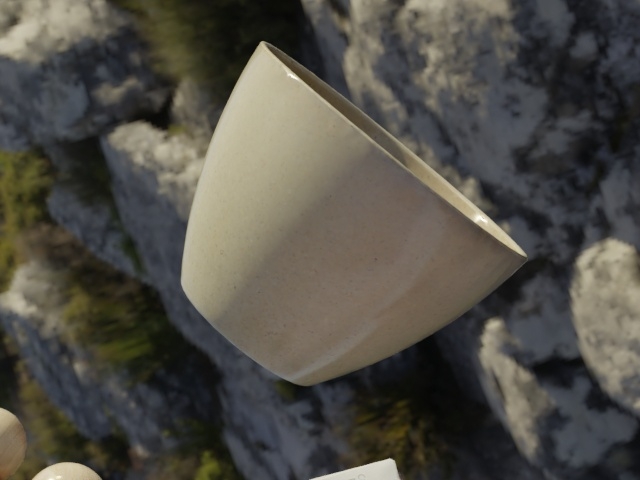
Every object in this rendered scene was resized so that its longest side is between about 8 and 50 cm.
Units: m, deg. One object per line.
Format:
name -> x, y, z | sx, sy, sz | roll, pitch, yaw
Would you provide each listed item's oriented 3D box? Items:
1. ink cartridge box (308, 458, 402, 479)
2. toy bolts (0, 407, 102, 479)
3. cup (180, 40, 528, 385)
ink cartridge box -> 0.020, 0.243, 0.918 | 0.296, 0.261, 0.066 | 109, 144, -50
toy bolts -> -0.258, 0.188, 0.957 | 0.228, 0.158, 0.218 | 23, 165, 37
cup -> 0.000, 0.000, 1.351 | 0.331, 0.237, 0.331 | 39, -173, -6
